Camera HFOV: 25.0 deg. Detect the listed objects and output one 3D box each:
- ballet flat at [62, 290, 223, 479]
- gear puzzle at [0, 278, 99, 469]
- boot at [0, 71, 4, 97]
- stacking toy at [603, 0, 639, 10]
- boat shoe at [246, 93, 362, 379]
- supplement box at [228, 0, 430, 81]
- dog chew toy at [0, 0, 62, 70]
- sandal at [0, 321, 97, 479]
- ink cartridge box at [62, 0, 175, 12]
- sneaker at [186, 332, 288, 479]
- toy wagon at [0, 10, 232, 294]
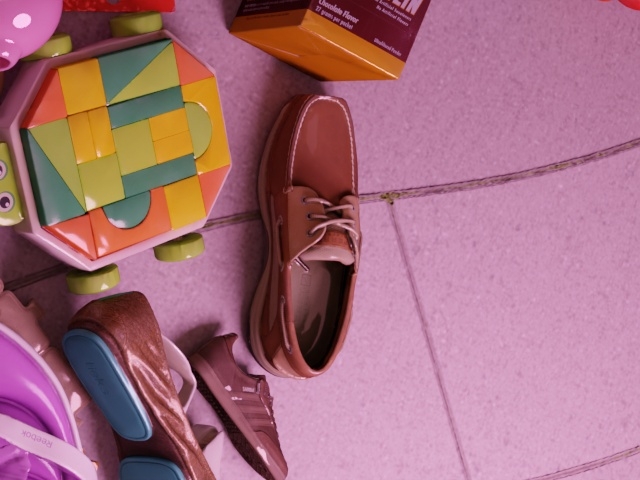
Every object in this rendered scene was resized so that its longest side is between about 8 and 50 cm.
[{"bbox_3d":[-0.171,0.202,1.565,0.124,0.116,0.342,-42,121,-44],"label":"ballet flat"},{"bbox_3d":[-0.339,0.159,1.519,0.175,0.044,0.339,-42,114,-18],"label":"gear puzzle"},{"bbox_3d":[-0.444,-0.254,1.401,0.269,0.089,0.236,0,103,-27],"label":"boot"},{"bbox_3d":[0.301,-0.347,1.725,0.330,0.141,0.141,6,93,-31],"label":"stacking toy"},{"bbox_3d":[0.000,0.000,1.616,0.122,0.120,0.324,2,95,-26],"label":"boat shoe"},{"bbox_3d":[0.026,-0.287,1.558,0.129,0.191,0.194,25,84,-26],"label":"supplement box"},{"bbox_3d":[-0.311,-0.318,1.352,0.206,0.206,0.332,4,72,-26],"label":"dog chew toy"},{"bbox_3d":[-0.298,0.256,1.468,0.169,0.102,0.416,-30,110,-22],"label":"sandal"},{"bbox_3d":[-0.216,-0.332,1.521,0.145,0.045,0.179,-3,94,-25],"label":"ink cartridge box"},{"bbox_3d":[-0.076,0.190,1.631,0.071,0.066,0.188,-40,112,-22],"label":"sneaker"},{"bbox_3d":[-0.238,-0.081,1.479,0.344,0.068,0.267,-23,109,-41],"label":"toy wagon"}]
